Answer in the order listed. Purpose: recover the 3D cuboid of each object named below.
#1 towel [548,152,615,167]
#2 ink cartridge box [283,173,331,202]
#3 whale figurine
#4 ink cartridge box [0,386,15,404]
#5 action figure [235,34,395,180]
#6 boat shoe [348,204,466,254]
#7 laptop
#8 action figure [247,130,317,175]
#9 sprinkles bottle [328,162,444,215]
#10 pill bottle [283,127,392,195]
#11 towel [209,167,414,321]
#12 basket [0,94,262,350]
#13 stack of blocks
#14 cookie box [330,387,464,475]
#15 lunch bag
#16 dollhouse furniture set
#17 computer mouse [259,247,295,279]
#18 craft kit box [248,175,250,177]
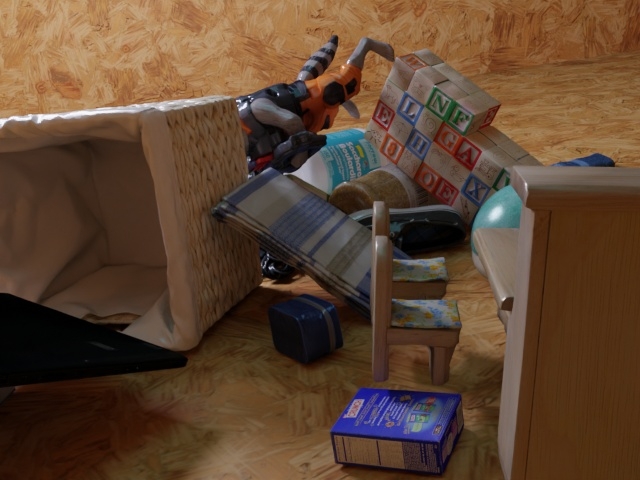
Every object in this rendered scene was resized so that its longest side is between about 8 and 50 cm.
[{"bbox_3d":[0.520,-0.147,1.637,0.120,0.029,0.067,-12,19,-11],"label":"towel"},{"bbox_3d":[-0.059,-0.053,1.465,0.171,0.056,0.235,-8,-18,30],"label":"ink cartridge box"},{"bbox_3d":[0.343,-0.022,1.144,0.272,0.141,0.216,-12,17,-12],"label":"whale figurine"},{"bbox_3d":[-0.458,0.188,1.013,0.123,0.052,0.088,-5,18,9],"label":"ink cartridge box"},{"bbox_3d":[-0.065,-0.205,1.403,0.330,0.178,0.341,-32,2,-28],"label":"action figure"},{"bbox_3d":[0.124,-0.003,1.313,0.229,0.080,0.076,-6,29,-9],"label":"boat shoe"},{"bbox_3d":[-0.433,0.204,0.880,0.382,0.236,0.408,12,5,38],"label":"laptop"},{"bbox_3d":[-0.073,-0.197,1.808,0.186,0.099,0.285,2,23,9],"label":"action figure"},{"bbox_3d":[0.170,-0.097,1.492,0.121,0.121,0.355,8,24,42],"label":"sprinkles bottle"},{"bbox_3d":[0.035,-0.147,1.658,0.264,0.146,0.146,-19,20,-40],"label":"pill bottle"},{"bbox_3d":[0.000,0.000,1.174,0.285,0.034,0.209,33,27,5],"label":"towel"},{"bbox_3d":[-0.290,-0.039,1.195,0.329,0.331,0.266,-2,17,23],"label":"basket"},{"bbox_3d":[0.227,-0.163,1.364,0.087,0.171,0.297,-25,59,-42],"label":"stack of blocks"},{"bbox_3d":[0.076,0.182,0.795,0.107,0.040,0.092,0,18,23],"label":"cookie box"},{"bbox_3d":[-0.018,0.108,1.031,0.065,0.067,0.098,-18,19,-29],"label":"lunch bag"},{"bbox_3d":[0.233,0.023,0.785,0.362,0.256,0.394,2,19,3],"label":"dollhouse furniture set"},{"bbox_3d":[-0.164,0.012,1.393,0.272,0.072,0.188,-4,18,13],"label":"computer mouse"},{"bbox_3d":[-0.047,-0.145,1.864,0.247,0.060,0.250,-16,19,-30],"label":"craft kit box"}]
